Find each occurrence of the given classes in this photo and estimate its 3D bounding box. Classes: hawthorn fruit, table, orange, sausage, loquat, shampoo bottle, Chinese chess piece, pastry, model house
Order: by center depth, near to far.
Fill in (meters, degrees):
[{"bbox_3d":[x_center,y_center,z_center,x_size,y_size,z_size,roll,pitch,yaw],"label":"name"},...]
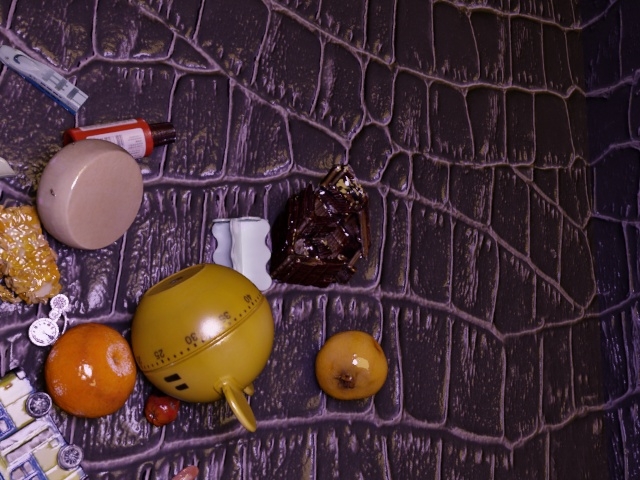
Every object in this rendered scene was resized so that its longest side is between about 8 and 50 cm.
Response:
[{"bbox_3d":[-0.523,0.294,1.457,0.224,0.170,0.224,61,12,-23],"label":"orange"},{"bbox_3d":[-0.688,0.040,1.473,0.154,0.102,0.249,-17,86,-41],"label":"pastry"},{"bbox_3d":[-0.541,-0.109,1.529,0.273,0.102,0.273,-50,151,-40],"label":"Chinese chess piece"},{"bbox_3d":[-0.369,0.622,1.574,0.043,0.043,0.186,52,56,-12],"label":"sausage"},{"bbox_3d":[-0.389,0.412,1.597,0.093,0.093,0.093,9,73,-32],"label":"hawthorn fruit"},{"bbox_3d":[-0.508,-0.258,1.670,0.278,0.104,0.104,-18,88,-35],"label":"shampoo bottle"},{"bbox_3d":[-0.216,0.042,1.763,0.167,0.167,0.198,0,85,-34],"label":"table"},{"bbox_3d":[0.000,0.000,1.840,0.297,0.317,0.282,49,52,2],"label":"model house"},{"bbox_3d":[0.088,0.358,1.845,0.208,0.208,0.207,9,73,-32],"label":"loquat"}]

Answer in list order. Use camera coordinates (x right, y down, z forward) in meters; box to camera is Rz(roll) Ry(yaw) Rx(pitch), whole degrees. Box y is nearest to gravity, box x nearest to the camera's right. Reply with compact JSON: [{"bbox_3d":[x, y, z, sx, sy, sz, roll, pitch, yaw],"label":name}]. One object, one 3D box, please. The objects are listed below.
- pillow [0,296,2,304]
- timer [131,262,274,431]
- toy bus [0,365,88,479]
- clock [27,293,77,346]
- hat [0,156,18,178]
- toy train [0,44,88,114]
[{"bbox_3d":[-0.780,0.055,1.367,0.162,0.093,0.334,-12,89,-29],"label":"pillow"},{"bbox_3d":[-0.264,0.259,1.559,0.376,0.376,0.386,-35,103,-35],"label":"timer"},{"bbox_3d":[-0.645,0.431,1.381,0.175,0.138,0.287,-32,97,-36],"label":"toy bus"},{"bbox_3d":[-0.624,0.191,1.516,0.087,0.041,0.129,31,68,-19],"label":"clock"},{"bbox_3d":[-0.792,-0.159,1.487,0.122,0.081,0.166,41,31,27],"label":"hat"},{"bbox_3d":[-0.699,-0.412,1.616,0.234,0.051,0.052,38,56,-20],"label":"toy train"}]
